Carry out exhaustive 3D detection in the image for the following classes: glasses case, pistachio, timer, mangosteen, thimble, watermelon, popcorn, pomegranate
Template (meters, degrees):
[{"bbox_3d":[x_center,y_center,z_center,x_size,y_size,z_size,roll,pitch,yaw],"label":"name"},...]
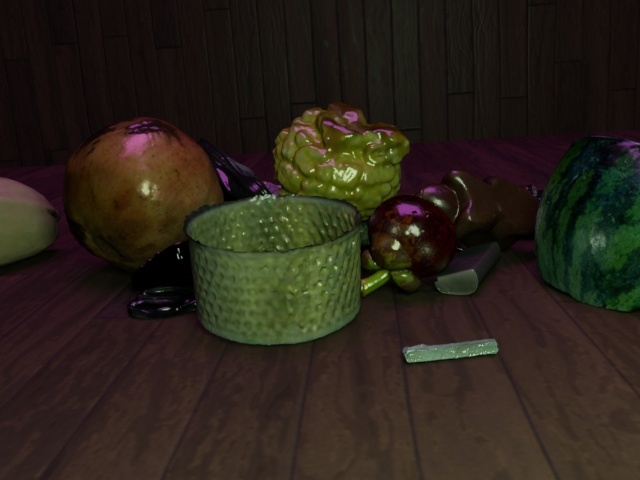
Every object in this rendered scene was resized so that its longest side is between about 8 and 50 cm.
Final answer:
[{"bbox_3d":[0.255,0.046,1.201,0.072,0.042,0.190,-6,11,27],"label":"glasses case"},{"bbox_3d":[-0.707,-0.030,1.495,0.332,0.207,0.226,-8,-31,-44],"label":"pistachio"},{"bbox_3d":[-0.228,0.039,1.210,0.144,0.055,0.187,-18,-9,-41],"label":"timer"},{"bbox_3d":[0.140,0.018,1.136,0.146,0.181,0.156,5,-26,43],"label":"mangosteen"},{"bbox_3d":[-0.069,0.033,1.063,0.271,0.150,0.271,-2,19,1],"label":"thimble"},{"bbox_3d":[0.469,0.022,1.049,0.222,0.319,0.292,-40,10,-1],"label":"watermelon"},{"bbox_3d":[0.045,-0.146,1.297,0.251,0.237,0.206,-35,-21,27],"label":"popcorn"},{"bbox_3d":[-0.339,-0.083,1.356,0.322,0.322,0.322,-4,14,1],"label":"pomegranate"}]

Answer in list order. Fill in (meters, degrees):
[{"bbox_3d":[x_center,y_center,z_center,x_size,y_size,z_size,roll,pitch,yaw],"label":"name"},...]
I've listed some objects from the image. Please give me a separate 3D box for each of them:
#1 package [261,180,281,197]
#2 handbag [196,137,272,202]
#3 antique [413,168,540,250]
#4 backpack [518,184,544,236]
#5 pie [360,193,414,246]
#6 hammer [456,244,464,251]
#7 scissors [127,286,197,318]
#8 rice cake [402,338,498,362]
[{"bbox_3d":[-0.188,-0.109,1.936,0.194,0.071,0.269,4,28,37],"label":"package"},{"bbox_3d":[-0.161,-0.090,1.452,0.075,0.191,0.332,-37,42,-16],"label":"handbag"},{"bbox_3d":[0.279,-0.046,1.300,0.257,0.121,0.143,8,-27,-36],"label":"antique"},{"bbox_3d":[0.442,-0.065,1.469,0.165,0.105,0.120,-5,9,9],"label":"backpack"},{"bbox_3d":[0.146,-0.045,1.465,0.303,0.067,0.302,-3,14,1],"label":"pie"},{"bbox_3d":[0.201,0.009,1.410,0.178,0.021,0.065,2,14,20],"label":"hammer"},{"bbox_3d":[-0.163,0.100,1.143,0.300,0.022,0.109,-2,18,9],"label":"scissors"},{"bbox_3d":[0.163,0.139,0.888,0.121,0.021,0.022,-6,4,-4],"label":"rice cake"}]
